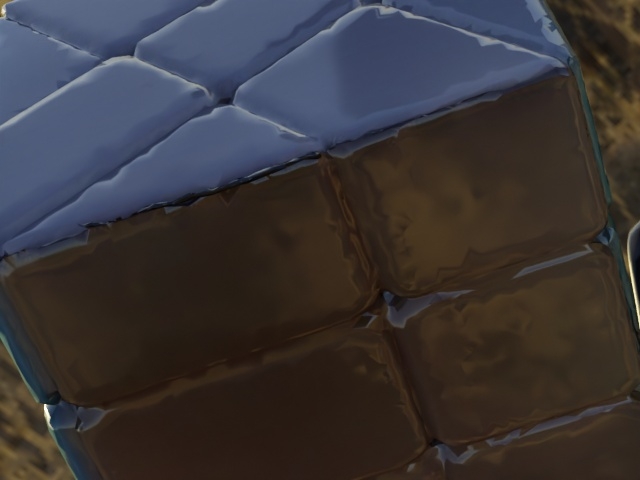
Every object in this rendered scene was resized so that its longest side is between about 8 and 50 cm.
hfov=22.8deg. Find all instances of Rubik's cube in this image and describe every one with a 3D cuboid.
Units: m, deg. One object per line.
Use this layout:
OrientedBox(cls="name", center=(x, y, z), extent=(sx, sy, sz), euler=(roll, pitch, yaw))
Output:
OrientedBox(cls="Rubik's cube", center=(0.000, 0.000, 0.667), extent=(0.221, 0.225, 0.231), euler=(-18, 33, 4))

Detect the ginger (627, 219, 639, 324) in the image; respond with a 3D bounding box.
OrientedBox(cls="ginger", center=(0.472, 0.132, 1.442), extent=(0.211, 0.413, 0.358), euler=(-25, -8, 34))
